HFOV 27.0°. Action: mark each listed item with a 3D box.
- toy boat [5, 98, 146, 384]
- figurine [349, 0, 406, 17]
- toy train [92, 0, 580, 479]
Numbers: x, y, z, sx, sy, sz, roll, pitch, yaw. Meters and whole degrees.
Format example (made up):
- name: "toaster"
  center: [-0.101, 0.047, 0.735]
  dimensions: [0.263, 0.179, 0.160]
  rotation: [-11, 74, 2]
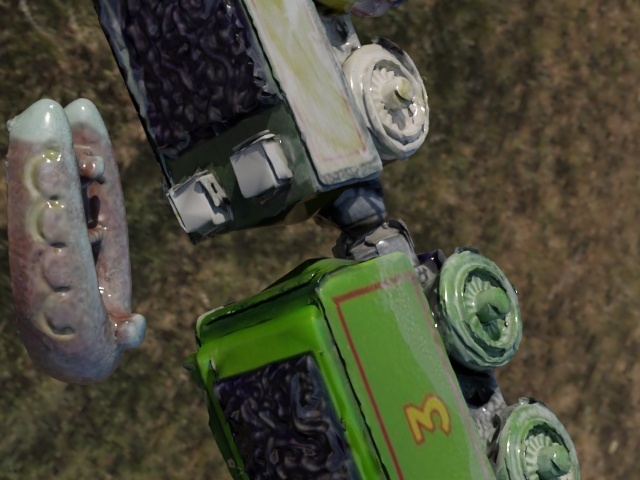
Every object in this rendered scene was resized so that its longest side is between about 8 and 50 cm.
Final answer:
- name: "toy boat"
  center: [-0.184, 0.001, 1.052]
  dimensions: [0.155, 0.085, 0.227]
  rotation: [-41, 130, -81]
- name: "figurine"
  center: [0.030, -0.215, 0.882]
  dimensions: [0.145, 0.222, 0.145]
  rotation: [44, 33, -40]
- name: "toy train"
  center: [0.000, 0.000, 0.340]
  dimensions: [0.081, 0.060, 0.202]
  rotation: [-18, 85, -50]
